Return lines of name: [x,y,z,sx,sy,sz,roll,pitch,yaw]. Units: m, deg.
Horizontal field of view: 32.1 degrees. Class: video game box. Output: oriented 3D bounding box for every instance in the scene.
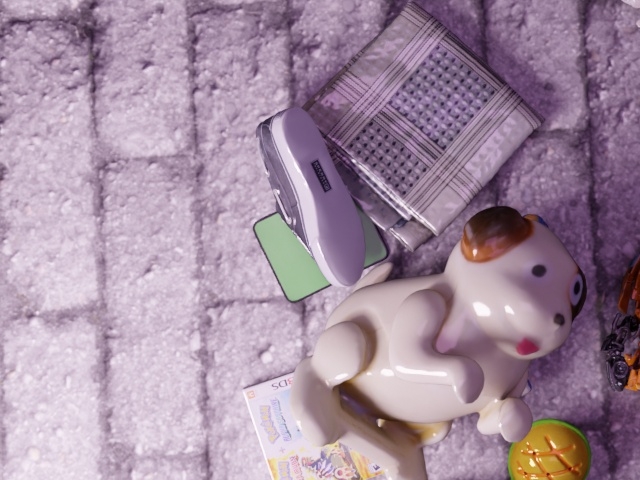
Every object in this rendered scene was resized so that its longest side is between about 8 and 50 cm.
video game box: [-0.008,0.306,1.800,0.187,0.048,0.205,-20,86,1]

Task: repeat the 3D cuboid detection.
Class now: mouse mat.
mouse mat: [0.000,0.000,1.842,0.189,0.007,0.153,-26,86,0]

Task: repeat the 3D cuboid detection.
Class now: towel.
towel: [0.152,-0.189,1.828,0.312,0.056,0.324,44,86,3]

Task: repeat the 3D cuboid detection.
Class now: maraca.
maraca: [0.358,0.367,1.771,0.127,0.099,0.186,21,111,10]

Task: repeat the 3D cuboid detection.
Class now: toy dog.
toy dog: [0.205,0.137,1.638,0.408,0.395,0.284,-37,114,26]

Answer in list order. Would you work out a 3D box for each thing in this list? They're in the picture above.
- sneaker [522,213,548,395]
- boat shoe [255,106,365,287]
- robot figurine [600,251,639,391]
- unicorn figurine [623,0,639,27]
sneaker: [0.323,0.108,1.794,0.131,0.112,0.296,19,93,-9]
boat shoe: [-0.024,-0.062,1.795,0.108,0.102,0.301,-30,99,-43]
robot figurine: [0.568,0.134,1.790,0.211,0.085,0.291,15,85,2]
unicorn figurine: [0.518,-0.414,1.842,0.111,0.060,0.162,7,80,-10]
